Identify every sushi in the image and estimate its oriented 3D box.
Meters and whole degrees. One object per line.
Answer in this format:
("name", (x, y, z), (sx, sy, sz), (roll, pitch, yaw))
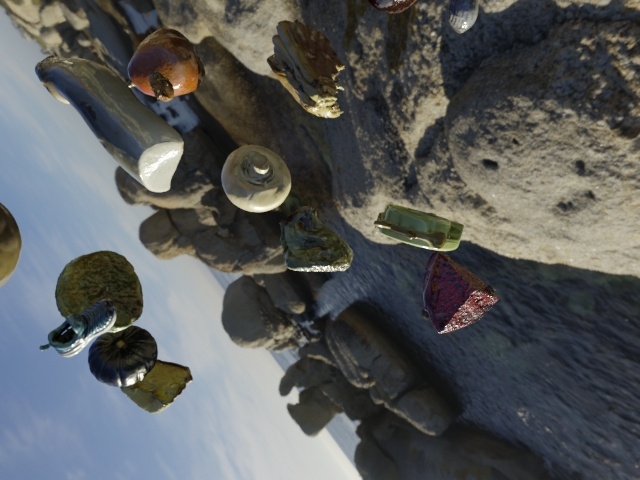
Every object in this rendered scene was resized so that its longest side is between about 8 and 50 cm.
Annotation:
("sushi", (-0.428, -0.411, 1.097), (0.118, 0.061, 0.060), (41, -167, 34))

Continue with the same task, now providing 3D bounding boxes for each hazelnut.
("hazelnut", (0.208, -0.737, 1.132), (0.170, 0.160, 0.202), (5, 96, 28))

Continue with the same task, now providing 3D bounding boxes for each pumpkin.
("pumpkin", (-0.683, 0.399, 1.431), (0.220, 0.220, 0.162), (45, 142, 29))

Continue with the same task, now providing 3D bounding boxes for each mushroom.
("mushroom", (-0.479, -0.289, 0.914), (0.397, 0.126, 0.177), (47, 140, 4))
("mushroom", (-0.219, -0.220, 1.410), (0.246, 0.246, 0.202), (52, 158, 8))

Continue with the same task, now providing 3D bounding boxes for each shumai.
("shumai", (0.000, 0.000, 1.398), (0.225, 0.222, 0.260), (-2, 171, 42))

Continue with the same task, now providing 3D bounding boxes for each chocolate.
("chocolate", (0.349, -0.591, 0.993), (0.072, 0.072, 0.167), (39, 143, 43))

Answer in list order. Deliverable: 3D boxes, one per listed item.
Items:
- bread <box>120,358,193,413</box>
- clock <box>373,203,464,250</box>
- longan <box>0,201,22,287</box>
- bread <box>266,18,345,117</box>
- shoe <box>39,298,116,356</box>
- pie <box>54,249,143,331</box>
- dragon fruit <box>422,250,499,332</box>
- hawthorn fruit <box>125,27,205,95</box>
("bread", (-0.604, 0.562, 1.554), (0.251, 0.174, 0.133), (7, 118, 15))
("clock", (0.285, -0.043, 1.250), (0.235, 0.096, 0.308), (22, -167, 31))
("longan", (-1.061, 0.014, 1.175), (0.361, 0.361, 0.361), (49, 164, 18))
("bread", (-0.036, -0.623, 1.563), (0.191, 0.314, 0.370), (-31, 81, 32))
("shoe", (-0.458, 0.162, 0.789), (0.064, 0.143, 0.071), (50, 175, 24))
("pie", (-0.676, 0.155, 1.282), (0.277, 0.078, 0.277), (45, -149, -37))
("dragon fruit", (0.573, 0.177, 1.724), (0.240, 0.302, 0.330), (109, 144, -56))
("hawthorn fruit", (-0.479, -0.514, 1.230), (0.199, 0.251, 0.199), (58, 169, 18))
